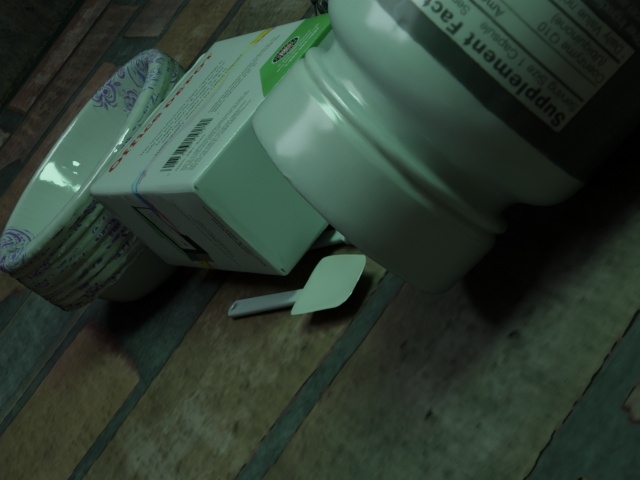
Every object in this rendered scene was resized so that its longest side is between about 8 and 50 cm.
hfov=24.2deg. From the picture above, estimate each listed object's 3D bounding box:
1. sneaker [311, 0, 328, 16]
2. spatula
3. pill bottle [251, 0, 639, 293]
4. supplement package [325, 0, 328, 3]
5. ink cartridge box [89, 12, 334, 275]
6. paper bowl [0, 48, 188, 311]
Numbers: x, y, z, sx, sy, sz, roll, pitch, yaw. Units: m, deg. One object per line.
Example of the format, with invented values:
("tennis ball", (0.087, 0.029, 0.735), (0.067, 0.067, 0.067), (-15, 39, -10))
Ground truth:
("sneaker", (0.021, -0.269, 1.426), (0.121, 0.112, 0.299), (-28, 54, 43))
("spatula", (0.000, 0.000, 1.234), (0.242, 0.019, 0.168), (-13, 44, 60))
("pill bottle", (0.136, -0.153, 0.918), (0.361, 0.204, 0.204), (-47, 21, 14))
("supplement package", (0.119, -0.286, 1.261), (0.194, 0.149, 0.203), (-27, 32, 52))
("ink cartridge box", (-0.065, -0.082, 1.327), (0.201, 0.117, 0.278), (-51, 21, -16))
("paper bowl", (-0.203, -0.049, 1.572), (0.284, 0.148, 0.284), (-43, 22, 22))
